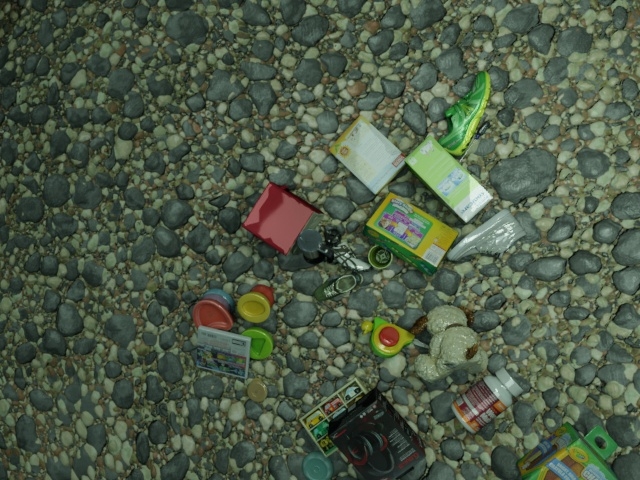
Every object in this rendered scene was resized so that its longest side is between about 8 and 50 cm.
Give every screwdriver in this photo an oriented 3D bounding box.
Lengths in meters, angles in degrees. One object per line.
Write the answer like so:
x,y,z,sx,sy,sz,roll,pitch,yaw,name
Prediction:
0.525,-0.336,1.897,0.024,0.025,0.169,37,96,11,screwdriver

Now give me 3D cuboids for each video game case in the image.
-0.359,0.414,2.048,0.202,0.023,0.183,12,117,7,video game case

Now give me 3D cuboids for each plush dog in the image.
0.426,0.314,1.814,0.263,0.210,0.225,-8,53,-15,plush dog

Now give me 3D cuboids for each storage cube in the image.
-0.128,-0.071,1.965,0.193,0.184,0.214,33,96,10,storage cube

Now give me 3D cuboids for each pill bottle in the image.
0.551,0.524,1.827,0.221,0.121,0.121,-42,80,10,pill bottle

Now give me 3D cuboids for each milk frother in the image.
0.000,0.000,1.906,0.129,0.134,0.143,11,71,10,milk frother

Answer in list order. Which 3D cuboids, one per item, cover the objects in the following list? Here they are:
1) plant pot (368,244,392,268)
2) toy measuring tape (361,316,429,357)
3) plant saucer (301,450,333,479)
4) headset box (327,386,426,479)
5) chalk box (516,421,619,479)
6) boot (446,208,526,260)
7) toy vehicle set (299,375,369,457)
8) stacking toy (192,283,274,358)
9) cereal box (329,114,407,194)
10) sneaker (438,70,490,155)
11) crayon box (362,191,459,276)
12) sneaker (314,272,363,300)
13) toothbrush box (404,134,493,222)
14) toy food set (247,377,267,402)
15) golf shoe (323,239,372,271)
0.215,0.056,1.934,0.084,0.079,0.083,0,89,14,plant pot
0.283,0.374,1.896,0.330,0.121,0.121,27,95,7,toy measuring tape
-0.013,0.828,2.005,0.120,0.021,0.119,0,89,14,plant saucer
0.200,0.687,1.886,0.218,0.110,0.293,-39,96,9,headset box
0.795,0.708,1.737,0.289,0.179,0.180,-44,81,9,chalk box
0.557,0.016,1.845,0.258,0.095,0.123,-39,74,9,boot
0.076,0.631,1.980,0.267,0.035,0.166,-39,81,10,toy vehicle set
-0.298,0.295,2.064,0.309,0.130,0.279,-6,114,16,stacking toy
0.173,-0.303,1.966,0.173,0.047,0.240,-46,80,9,cereal box
0.486,-0.438,1.864,0.124,0.109,0.295,24,95,9,sneaker
0.304,-0.023,1.876,0.279,0.081,0.165,32,63,12,crayon box
0.057,0.164,1.966,0.192,0.086,0.064,-24,84,12,sneaker
0.421,-0.192,1.825,0.122,0.206,0.283,-46,81,8,toothbrush box
-0.237,0.562,2.062,0.083,0.020,0.082,44,99,10,toy food set
0.096,0.055,1.964,0.198,0.077,0.093,17,92,12,golf shoe
